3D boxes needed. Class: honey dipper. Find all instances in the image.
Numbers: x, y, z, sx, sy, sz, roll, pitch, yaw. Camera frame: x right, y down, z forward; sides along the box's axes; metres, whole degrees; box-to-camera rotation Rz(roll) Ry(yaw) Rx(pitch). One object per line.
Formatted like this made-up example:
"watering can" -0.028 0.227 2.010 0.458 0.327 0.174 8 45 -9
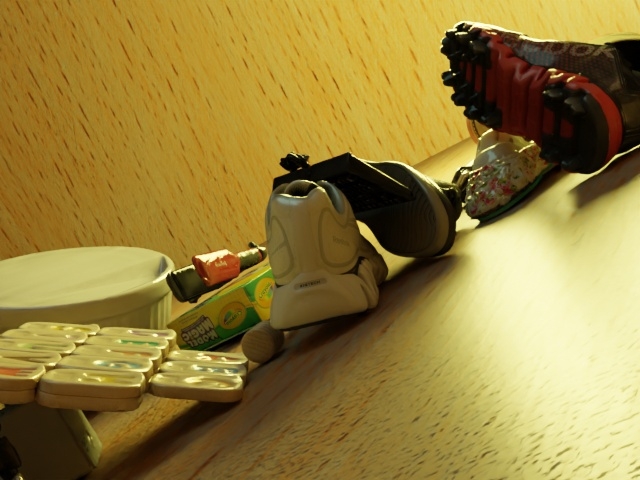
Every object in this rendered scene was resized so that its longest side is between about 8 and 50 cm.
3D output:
"honey dipper" -0.037 0.079 0.994 0.030 0.030 0.160 -27 1 13

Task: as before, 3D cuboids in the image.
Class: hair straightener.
"hair straightener" -0.132 0.037 1.341 0.089 0.047 0.230 -32 1 20

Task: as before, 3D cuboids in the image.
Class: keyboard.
"keyboard" 0.005 -0.050 1.032 0.180 0.108 0.023 -12 51 65

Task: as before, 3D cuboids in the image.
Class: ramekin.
"ramekin" -0.305 0.100 1.324 0.272 0.127 0.273 -4 13 1

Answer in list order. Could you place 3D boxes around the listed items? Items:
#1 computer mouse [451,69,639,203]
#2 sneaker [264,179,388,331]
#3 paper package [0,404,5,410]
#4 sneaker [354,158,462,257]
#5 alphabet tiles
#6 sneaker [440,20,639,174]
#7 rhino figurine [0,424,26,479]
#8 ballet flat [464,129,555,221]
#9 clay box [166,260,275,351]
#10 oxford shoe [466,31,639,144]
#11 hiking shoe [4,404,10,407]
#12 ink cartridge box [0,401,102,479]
"computer mouse" 0.283 -0.141 1.326 0.272 0.072 0.188 -26 3 30
"sneaker" 0.000 0.000 0.997 0.110 0.118 0.292 -15 4 1
"paper package" -0.471 0.174 0.965 0.309 0.168 0.325 -30 -19 -3
"sneaker" 0.108 -0.033 1.079 0.118 0.083 0.222 9 13 -22
"alphabet tiles" -0.197 0.093 0.869 0.277 0.021 0.284 5 3 -2
"sneaker" 0.229 -0.153 1.089 0.135 0.098 0.276 -16 33 -23
"rhino figurine" -0.261 0.157 0.738 0.106 0.073 0.243 -28 26 -18
"ballet flat" 0.207 -0.092 1.162 0.091 0.077 0.241 -26 4 39
"clay box" -0.083 0.069 1.282 0.127 0.053 0.222 -27 2 33
"oxford shoe" 0.390 -0.253 1.745 0.348 0.123 0.130 -30 9 -16
"hiking shoe" -0.411 0.203 1.381 0.226 0.114 0.086 -27 4 23
"ink cartridge box" -0.271 0.186 0.876 0.175 0.072 0.127 -29 3 -9
